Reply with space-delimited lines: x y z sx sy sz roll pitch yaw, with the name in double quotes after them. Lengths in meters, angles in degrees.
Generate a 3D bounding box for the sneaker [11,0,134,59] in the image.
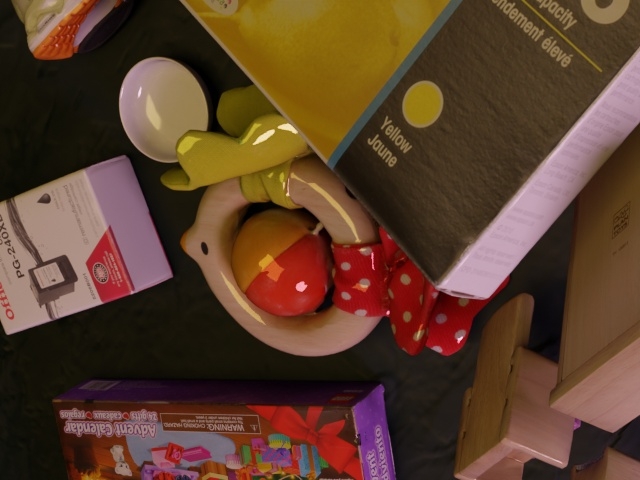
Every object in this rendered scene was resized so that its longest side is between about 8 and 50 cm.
-0.161 -0.254 1.006 0.262 0.099 0.121 -40 79 30 "sneaker"

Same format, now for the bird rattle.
0.000 0.000 1.001 0.253 0.143 0.207 41 132 -2 "bird rattle"

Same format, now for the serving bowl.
-0.117 -0.104 1.061 0.083 0.027 0.083 8 108 26 "serving bowl"

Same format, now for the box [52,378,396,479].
-0.074 0.217 1.114 0.293 0.057 0.201 -3 104 30 "box"

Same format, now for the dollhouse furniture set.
0.294 0.069 0.866 0.303 0.198 0.286 24 143 -12 "dollhouse furniture set"

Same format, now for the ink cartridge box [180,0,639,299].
0.086 -0.178 0.800 0.307 0.072 0.303 -53 57 20 "ink cartridge box"

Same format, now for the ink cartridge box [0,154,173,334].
-0.212 0.006 1.125 0.150 0.063 0.109 -19 95 31 "ink cartridge box"
